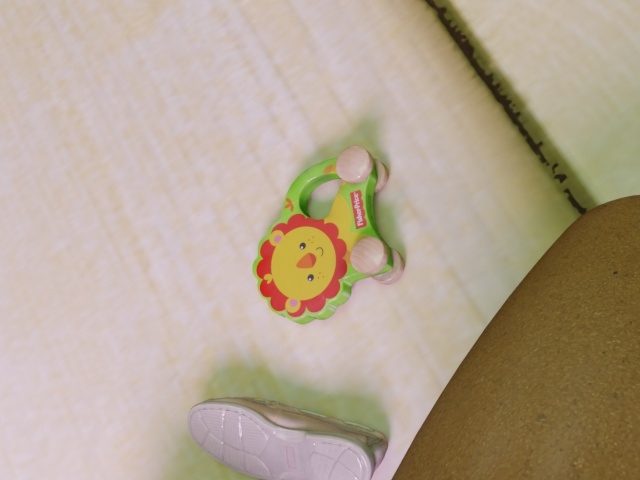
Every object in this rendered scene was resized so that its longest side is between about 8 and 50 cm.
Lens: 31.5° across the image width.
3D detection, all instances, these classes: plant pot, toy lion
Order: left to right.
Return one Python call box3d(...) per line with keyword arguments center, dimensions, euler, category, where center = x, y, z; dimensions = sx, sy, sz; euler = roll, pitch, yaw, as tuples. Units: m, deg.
box3d(center=(0.000, 0.000, 0.721), dimensions=(0.096, 0.034, 0.100), euler=(-17, 67, 23), category="toy lion")
box3d(center=(0.145, 0.105, 0.523), dimensions=(0.237, 0.237, 0.254), euler=(2, 46, 21), category="plant pot")

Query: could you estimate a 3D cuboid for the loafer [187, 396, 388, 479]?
box3d(center=(-0.020, 0.120, 0.688), dimensions=(0.125, 0.039, 0.045), euler=(10, 110, 26), category="loafer")
